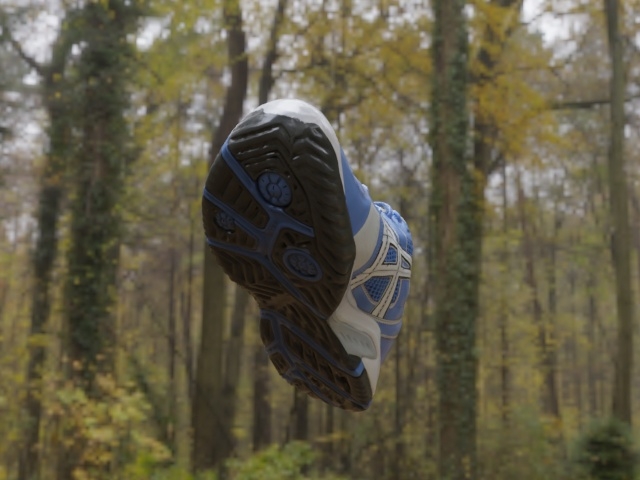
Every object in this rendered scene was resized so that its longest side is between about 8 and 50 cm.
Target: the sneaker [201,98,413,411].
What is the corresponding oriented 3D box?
[{"bbox_3d":[0.000,0.000,0.596,0.080,0.081,0.211,20,-32,22],"label":"sneaker"}]
